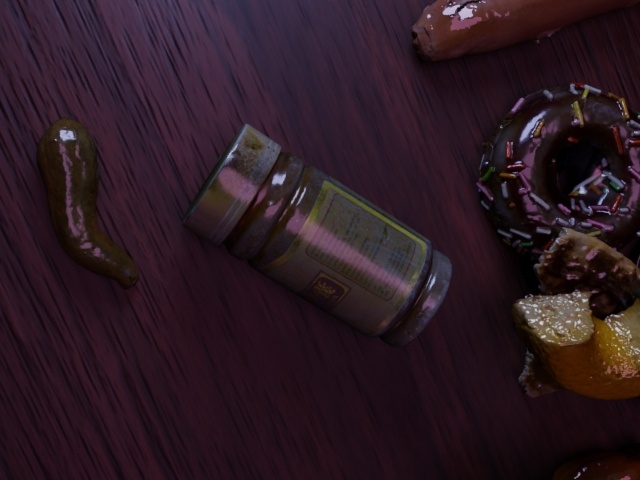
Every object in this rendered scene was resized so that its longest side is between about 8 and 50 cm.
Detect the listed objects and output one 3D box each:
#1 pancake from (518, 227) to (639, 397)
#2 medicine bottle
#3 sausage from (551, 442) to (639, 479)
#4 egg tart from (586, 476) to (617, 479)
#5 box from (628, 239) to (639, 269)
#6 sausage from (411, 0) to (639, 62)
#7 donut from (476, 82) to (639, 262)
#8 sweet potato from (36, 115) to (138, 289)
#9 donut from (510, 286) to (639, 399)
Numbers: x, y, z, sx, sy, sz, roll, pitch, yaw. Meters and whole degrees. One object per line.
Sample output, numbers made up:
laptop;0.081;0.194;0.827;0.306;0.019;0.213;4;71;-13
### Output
pancake;0.349;0.117;1.146;0.266;0.057;0.244;31;115;-20
medicine bottle;0.000;0.000;1.051;0.322;0.151;0.151;32;85;-11
sausage;0.414;0.342;1.184;0.179;0.089;0.089;-18;95;-5
egg tart;0.363;0.445;1.094;0.388;0.169;0.387;3;124;5
box;0.530;0.020;1.230;0.125;0.027;0.126;32;84;-14
sausage;0.323;-0.336;1.141;0.419;0.094;0.094;-19;57;-11
donut;0.353;-0.089;1.150;0.270;0.103;0.269;-1;94;-13
sweet potato;-0.299;-0.040;1.035;0.081;0.062;0.233;-19;98;-12
donut;0.387;0.139;1.079;0.259;0.101;0.152;-8;128;0
